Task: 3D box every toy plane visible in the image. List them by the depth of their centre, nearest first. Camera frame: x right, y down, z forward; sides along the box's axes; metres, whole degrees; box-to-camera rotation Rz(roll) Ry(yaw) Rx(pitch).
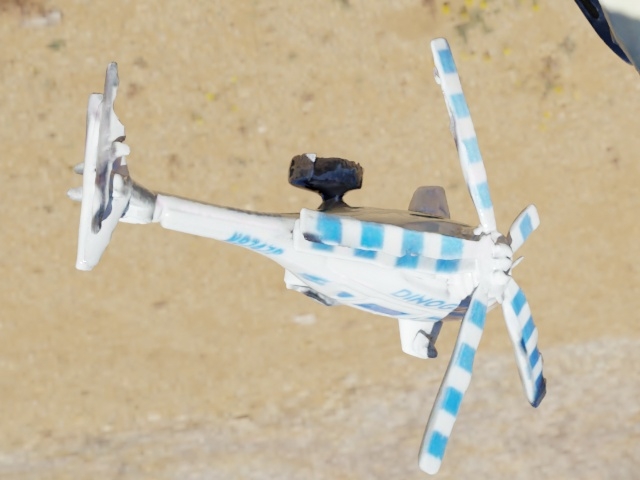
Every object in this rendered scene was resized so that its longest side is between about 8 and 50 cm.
[{"bbox_3d":[-0.002,0.011,0.570,0.273,0.182,0.107,-13,-173,-43],"label":"toy plane"}]

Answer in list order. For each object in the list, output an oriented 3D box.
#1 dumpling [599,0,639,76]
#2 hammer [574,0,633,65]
[{"bbox_3d":[0.366,-0.211,1.024,0.315,0.395,0.233,-7,-158,39],"label":"dumpling"},{"bbox_3d":[0.314,-0.312,1.367,0.044,0.168,0.440,-29,-165,31],"label":"hammer"}]
